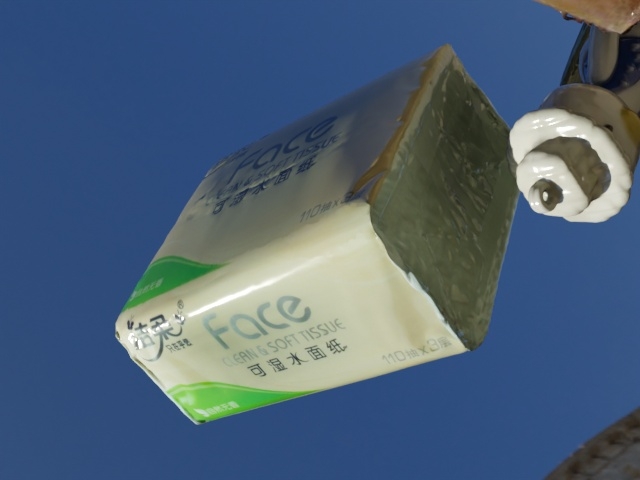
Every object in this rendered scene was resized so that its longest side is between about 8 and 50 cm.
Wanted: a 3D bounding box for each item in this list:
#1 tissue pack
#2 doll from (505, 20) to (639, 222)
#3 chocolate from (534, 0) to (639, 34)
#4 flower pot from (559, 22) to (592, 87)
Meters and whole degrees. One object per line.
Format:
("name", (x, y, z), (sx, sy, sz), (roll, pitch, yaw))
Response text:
("tissue pack", (0.000, 0.000, 1.028), (0.205, 0.404, 0.332), (50, -139, -22))
("doll", (0.262, -0.120, 0.824), (0.293, 0.119, 0.138), (-47, -57, -33))
("chocolate", (0.140, -0.285, 0.742), (0.321, 0.112, 0.112), (20, -104, -3))
("flower pot", (0.475, -0.166, 1.064), (0.367, 0.165, 0.254), (27, -155, 15))
